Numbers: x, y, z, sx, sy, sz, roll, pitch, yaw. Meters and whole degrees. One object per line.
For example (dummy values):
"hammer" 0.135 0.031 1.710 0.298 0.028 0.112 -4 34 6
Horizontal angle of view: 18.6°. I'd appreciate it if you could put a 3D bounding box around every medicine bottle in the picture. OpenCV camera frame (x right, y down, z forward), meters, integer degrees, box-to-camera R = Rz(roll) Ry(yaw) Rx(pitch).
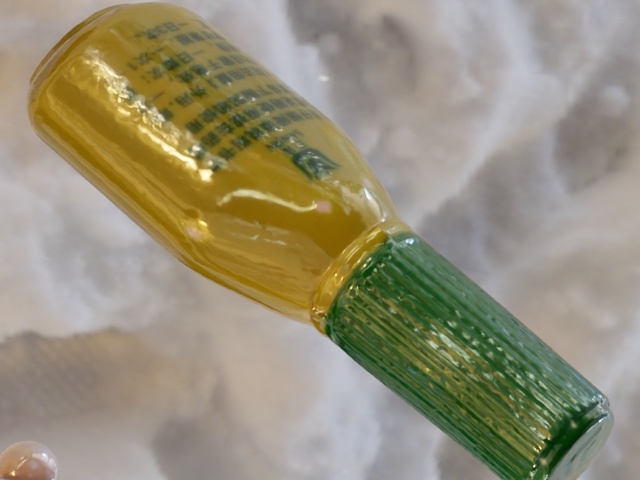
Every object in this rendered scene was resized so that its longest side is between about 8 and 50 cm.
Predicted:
"medicine bottle" 0.000 0.000 0.736 0.095 0.260 0.064 -28 147 -41

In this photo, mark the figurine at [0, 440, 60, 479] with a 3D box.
"figurine" -0.189 0.216 1.113 0.133 0.276 0.200 34 60 -14
